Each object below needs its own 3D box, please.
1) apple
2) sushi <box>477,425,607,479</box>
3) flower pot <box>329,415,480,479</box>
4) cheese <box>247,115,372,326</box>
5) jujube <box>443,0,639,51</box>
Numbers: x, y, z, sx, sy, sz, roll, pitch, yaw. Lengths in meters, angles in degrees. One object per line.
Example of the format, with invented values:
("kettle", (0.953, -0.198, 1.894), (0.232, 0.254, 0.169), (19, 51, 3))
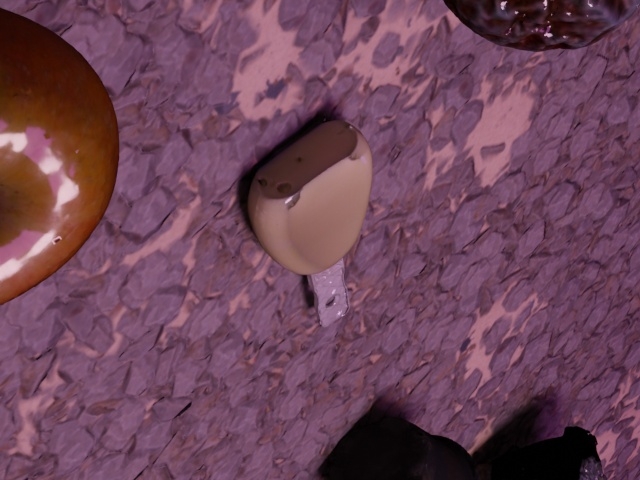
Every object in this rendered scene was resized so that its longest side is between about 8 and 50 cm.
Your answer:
("apple", (-0.247, -0.059, 1.102), (0.210, 0.173, 0.235), (-52, 141, 8))
("sushi", (0.249, 0.360, 2.187), (0.238, 0.219, 0.225), (52, 36, -45))
("flower pot", (0.082, 0.264, 1.902), (0.157, 0.157, 0.107), (-50, 136, -4))
("cheese", (0.000, 0.000, 1.602), (0.127, 0.054, 0.251), (-37, 147, -18))
("jujube", (0.203, -0.308, 1.397), (0.226, 0.226, 0.317), (-24, 147, -39))
